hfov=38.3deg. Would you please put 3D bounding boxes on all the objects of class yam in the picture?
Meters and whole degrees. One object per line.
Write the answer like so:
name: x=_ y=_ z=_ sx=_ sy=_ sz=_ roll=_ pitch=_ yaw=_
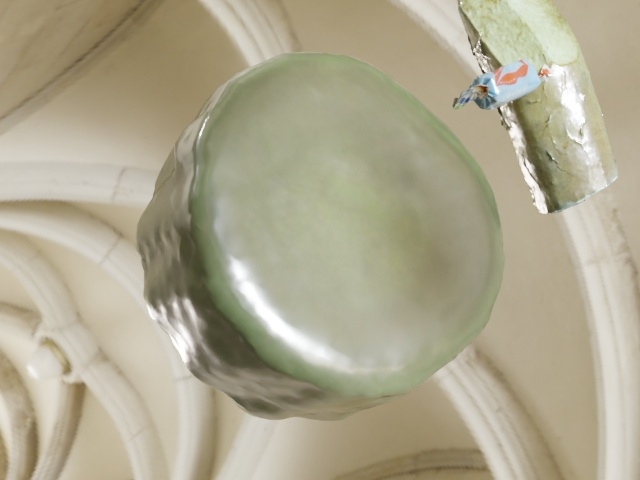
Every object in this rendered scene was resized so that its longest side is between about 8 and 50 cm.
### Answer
yam: x=0.231 y=-0.165 z=0.977 sx=0.106 sy=0.106 sz=0.259 roll=-16 pitch=-82 yaw=49

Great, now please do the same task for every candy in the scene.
candy: x=0.111 y=-0.094 z=0.553 sx=0.030 sy=0.083 sz=0.020 roll=-35 pitch=-101 yaw=53

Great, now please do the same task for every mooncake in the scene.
mooncake: x=0.000 y=0.000 z=0.926 sx=0.356 sy=0.356 sz=0.194 roll=55 pitch=-34 yaw=-3
